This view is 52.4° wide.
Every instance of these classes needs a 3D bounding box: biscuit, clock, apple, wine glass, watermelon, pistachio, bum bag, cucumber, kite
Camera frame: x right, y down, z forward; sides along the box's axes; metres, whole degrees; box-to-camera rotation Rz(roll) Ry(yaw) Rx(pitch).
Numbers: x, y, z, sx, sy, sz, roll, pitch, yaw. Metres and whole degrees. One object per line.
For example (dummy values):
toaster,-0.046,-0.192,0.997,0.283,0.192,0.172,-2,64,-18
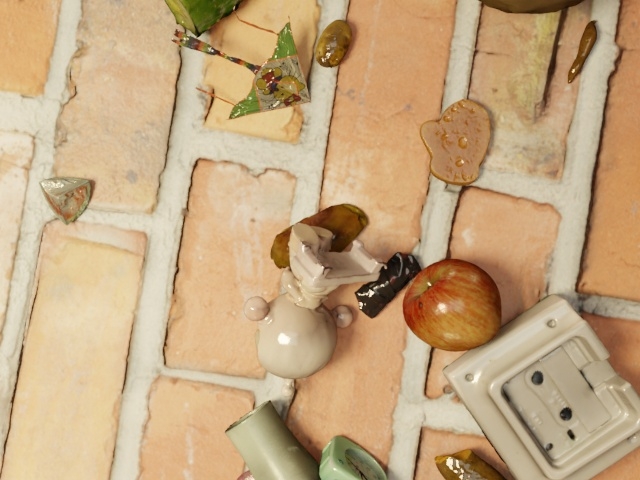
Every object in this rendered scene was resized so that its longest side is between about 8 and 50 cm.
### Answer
biscuit,0.220,-0.166,1.077,0.118,0.023,0.140,22,89,2
clock,0.062,0.372,1.020,0.135,0.101,0.041,36,103,-2
apple,0.208,0.103,1.008,0.131,0.146,0.146,36,88,-16
wine glass,-0.051,0.369,1.021,0.103,0.103,0.231,-35,84,-1
watermelon,-0.424,-0.074,1.059,0.085,0.061,0.085,0,92,-8
pistachio,0.000,0.000,1.060,0.172,0.049,0.090,-27,89,0
bum bag,0.109,0.070,1.063,0.058,0.034,0.124,43,89,-12
clock,0.360,0.251,1.015,0.231,0.116,0.262,-34,87,0
cucumber,-0.148,-0.447,1.046,0.244,0.134,0.134,-36,88,-4
kite,-0.118,-0.283,1.047,0.244,0.006,0.198,24,114,-20

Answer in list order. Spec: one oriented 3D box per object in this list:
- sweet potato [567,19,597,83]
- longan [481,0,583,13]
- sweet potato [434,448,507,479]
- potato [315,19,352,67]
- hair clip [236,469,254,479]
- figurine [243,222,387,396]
sweet potato,0.437,-0.316,1.080,0.026,0.026,0.115,23,87,1
longan,0.341,-0.547,0.915,0.435,0.404,0.404,-27,88,3
sweet potato,0.288,0.417,1.028,0.243,0.077,0.077,40,89,3
potato,0.022,-0.325,1.076,0.051,0.040,0.083,23,89,-4
hair clip,-0.088,0.438,1.056,0.054,0.022,0.137,-30,88,-4
figurine,-0.016,0.115,1.003,0.144,0.182,0.257,30,115,24
